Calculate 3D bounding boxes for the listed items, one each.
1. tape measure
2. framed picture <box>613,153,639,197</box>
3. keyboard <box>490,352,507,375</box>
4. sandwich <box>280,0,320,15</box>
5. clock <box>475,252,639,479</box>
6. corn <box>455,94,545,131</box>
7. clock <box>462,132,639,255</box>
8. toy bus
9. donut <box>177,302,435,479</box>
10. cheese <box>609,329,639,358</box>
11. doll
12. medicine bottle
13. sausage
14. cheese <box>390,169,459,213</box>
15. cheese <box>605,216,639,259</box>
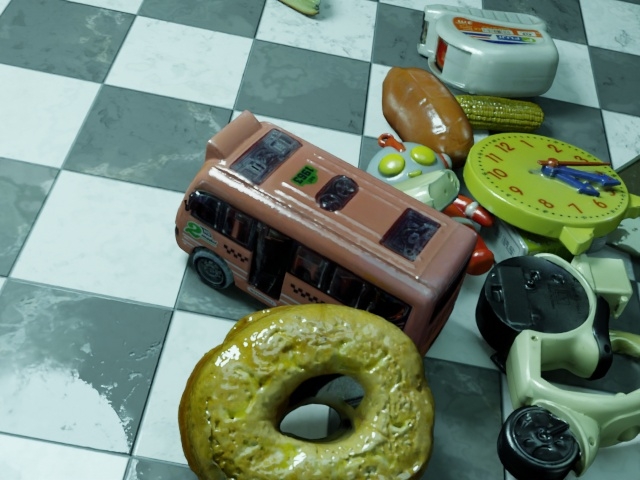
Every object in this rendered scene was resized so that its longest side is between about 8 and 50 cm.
[{"bbox_3d":[0.344,-0.389,1.801,0.258,0.130,0.265,5,36,-6],"label":"tape measure"},{"bbox_3d":[0.668,-0.063,1.647,0.189,0.023,0.260,-30,59,-34],"label":"framed picture"},{"bbox_3d":[0.355,0.160,1.365,0.204,0.013,0.061,-25,57,-31],"label":"keyboard"},{"bbox_3d":[-0.077,-0.587,1.931,0.258,0.094,0.096,34,50,21],"label":"sandwich"},{"bbox_3d":[0.371,0.176,1.268,0.277,0.120,0.379,1,49,-5],"label":"clock"},{"bbox_3d":[0.342,-0.251,1.721,0.207,0.068,0.068,2,46,-10],"label":"corn"},{"bbox_3d":[0.388,-0.105,1.471,0.293,0.071,0.277,32,40,27],"label":"clock"},{"bbox_3d":[0.000,0.000,1.286,0.427,0.233,0.203,29,48,14],"label":"toy bus"},{"bbox_3d":[-0.010,0.217,1.087,0.317,0.150,0.299,-41,89,-20],"label":"donut"},{"bbox_3d":[0.475,0.165,1.376,0.083,0.030,0.044,10,40,2],"label":"cheese"},{"bbox_3d":[0.171,-0.070,1.478,0.200,0.105,0.336,-17,52,-8],"label":"doll"},{"bbox_3d":[0.385,-0.009,1.483,0.189,0.088,0.132,-9,44,-20],"label":"medicine bottle"},{"bbox_3d":[0.199,-0.234,1.633,0.133,0.133,0.258,-10,49,-22],"label":"sausage"},{"bbox_3d":[0.095,-0.053,1.395,0.252,0.054,0.127,-12,16,37],"label":"cheese"},{"bbox_3d":[0.656,0.037,1.524,0.400,0.034,0.085,24,76,12],"label":"cheese"}]
